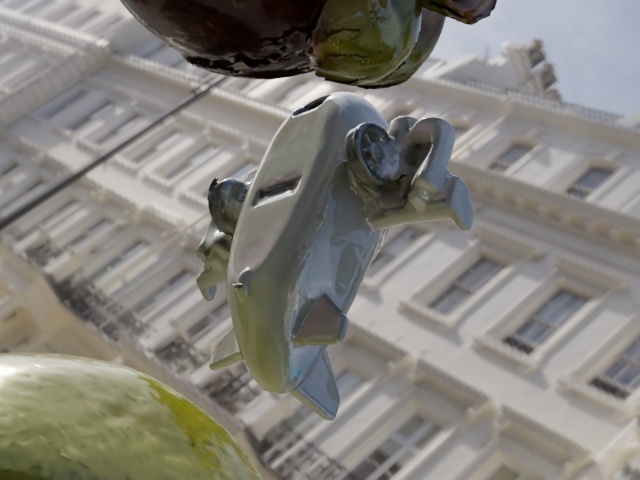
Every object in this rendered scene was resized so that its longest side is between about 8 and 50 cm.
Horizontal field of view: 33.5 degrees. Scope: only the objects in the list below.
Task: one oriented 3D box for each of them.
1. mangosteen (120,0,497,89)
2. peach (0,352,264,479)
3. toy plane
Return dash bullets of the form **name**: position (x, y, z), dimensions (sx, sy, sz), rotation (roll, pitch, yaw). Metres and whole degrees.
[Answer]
- **mangosteen**: position (-0.001, -0.133, 0.415), dimensions (0.180, 0.166, 0.166), rotation (41, -24, 20)
- **peach**: position (-0.166, 0.199, 0.537), dimensions (0.314, 0.315, 0.282), rotation (166, -83, -69)
- **toy plane**: position (-0.003, -0.003, 0.765), dimensions (0.118, 0.252, 0.252), rotation (41, -12, -34)
